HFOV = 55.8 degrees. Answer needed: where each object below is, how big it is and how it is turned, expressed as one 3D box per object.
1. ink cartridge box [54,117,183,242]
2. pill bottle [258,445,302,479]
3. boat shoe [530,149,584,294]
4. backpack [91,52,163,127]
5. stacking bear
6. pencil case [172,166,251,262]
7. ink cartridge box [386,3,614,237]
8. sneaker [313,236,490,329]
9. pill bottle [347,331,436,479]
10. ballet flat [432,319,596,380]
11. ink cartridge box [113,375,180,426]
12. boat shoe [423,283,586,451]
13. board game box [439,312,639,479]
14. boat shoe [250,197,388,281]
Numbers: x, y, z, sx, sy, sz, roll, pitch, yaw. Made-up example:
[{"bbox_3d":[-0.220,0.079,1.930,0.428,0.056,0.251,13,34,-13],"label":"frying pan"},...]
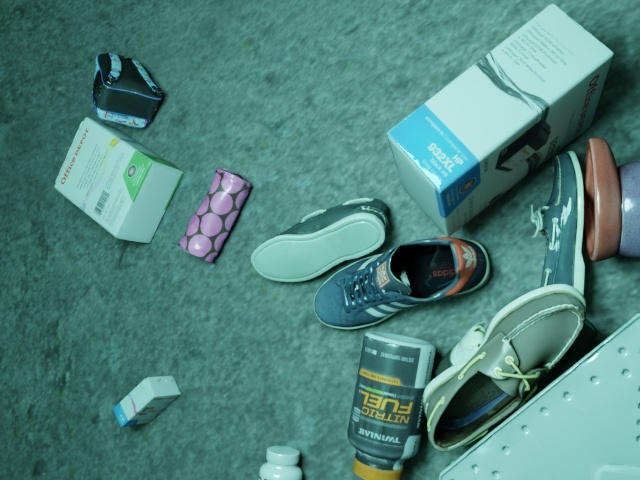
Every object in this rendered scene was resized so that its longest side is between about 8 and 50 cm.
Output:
[{"bbox_3d":[-0.500,-0.150,1.488,0.278,0.117,0.201,32,99,29],"label":"ink cartridge box"},{"bbox_3d":[-0.080,0.484,1.170,0.086,0.086,0.152,4,85,30],"label":"pill bottle"},{"bbox_3d":[0.382,-0.017,0.977,0.079,0.095,0.255,-1,91,19],"label":"boat shoe"},{"bbox_3d":[-0.490,-0.382,1.500,0.117,0.158,0.173,-56,46,32],"label":"backpack"},{"bbox_3d":[0.536,-0.050,0.856,0.288,0.175,0.164,-1,53,18],"label":"stacking bear"},{"bbox_3d":[-0.238,-0.060,1.344,0.209,0.095,0.098,-59,36,7],"label":"pencil case"},{"bbox_3d":[0.273,-0.172,0.939,0.307,0.223,0.129,-38,67,1],"label":"ink cartridge box"},{"bbox_3d":[0.117,0.070,1.081,0.350,0.148,0.131,-23,72,26],"label":"sneaker"},{"bbox_3d":[0.120,0.292,1.058,0.130,0.130,0.246,8,88,31],"label":"pill bottle"},{"bbox_3d":[0.299,0.170,0.989,0.280,0.096,0.095,-24,36,22],"label":"ballet flat"},{"bbox_3d":[-0.391,0.363,1.366,0.122,0.088,0.052,-44,64,17],"label":"ink cartridge box"},{"bbox_3d":[0.271,0.198,0.903,0.116,0.097,0.324,35,119,-9],"label":"boat shoe"},{"bbox_3d":[0.437,0.359,0.842,0.390,0.050,0.390,46,107,7],"label":"board game box"},{"bbox_3d":[0.000,0.000,1.196,0.302,0.091,0.114,-14,120,27],"label":"boat shoe"}]
